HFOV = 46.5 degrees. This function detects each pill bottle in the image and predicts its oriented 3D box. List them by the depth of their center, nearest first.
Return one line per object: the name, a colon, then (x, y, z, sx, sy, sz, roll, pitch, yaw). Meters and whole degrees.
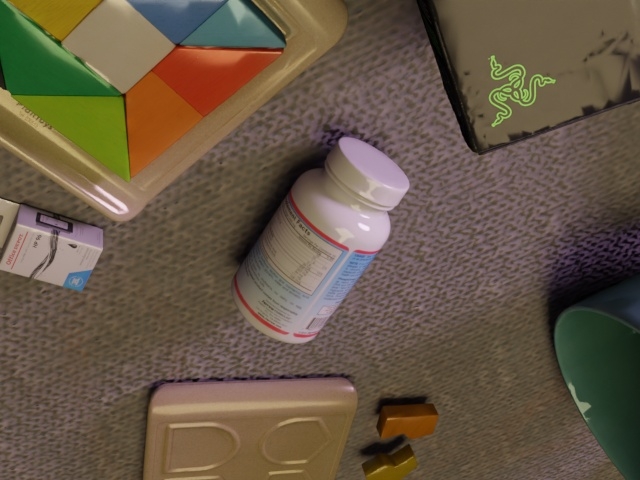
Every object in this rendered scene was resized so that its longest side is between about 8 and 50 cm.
pill bottle: (0.000, 0.000, 0.599, 0.087, 0.087, 0.160, 21, 119, -28)

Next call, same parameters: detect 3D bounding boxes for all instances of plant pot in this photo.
plant pot: (0.408, 0.126, 0.698, 0.235, 0.293, 0.293, -31, 130, -9)

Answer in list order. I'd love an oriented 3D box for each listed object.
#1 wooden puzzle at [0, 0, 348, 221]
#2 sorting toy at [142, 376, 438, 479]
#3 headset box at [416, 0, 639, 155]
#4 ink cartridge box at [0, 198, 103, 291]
wooden puzzle: (-0.130, -0.138, 0.484, 0.238, 0.044, 0.221, -39, 127, 15)
sorting toy: (-0.036, 0.237, 0.810, 0.307, 0.041, 0.229, 1, 122, -17)
headset box: (0.154, -0.212, 0.396, 0.246, 0.131, 0.283, -18, 119, 10)
ink cartridge box: (-0.218, 0.004, 0.580, 0.083, 0.028, 0.048, 19, 120, -27)
